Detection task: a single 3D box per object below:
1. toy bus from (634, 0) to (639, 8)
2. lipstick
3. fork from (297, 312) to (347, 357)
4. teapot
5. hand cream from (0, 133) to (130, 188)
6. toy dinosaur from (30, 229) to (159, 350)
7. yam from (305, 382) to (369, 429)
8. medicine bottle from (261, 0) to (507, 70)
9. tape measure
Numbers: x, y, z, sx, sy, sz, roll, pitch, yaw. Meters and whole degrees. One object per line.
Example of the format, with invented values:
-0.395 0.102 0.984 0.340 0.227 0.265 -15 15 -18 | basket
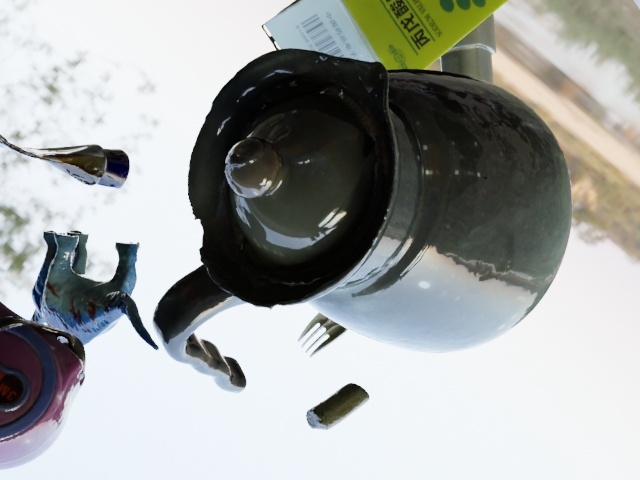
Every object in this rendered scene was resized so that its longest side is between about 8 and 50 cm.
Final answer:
0.231 -0.206 0.793 0.160 0.079 0.092 54 -171 -4 | toy bus
0.198 -0.261 1.613 0.077 0.078 0.253 7 -101 -62 | lipstick
0.059 0.044 1.176 0.034 0.219 0.028 54 -164 17 | fork
0.000 -0.024 0.884 0.285 0.305 0.223 12 -115 -53 | teapot
-0.233 -0.078 0.972 0.163 0.039 0.062 18 -178 -38 | hand cream
-0.244 0.048 1.174 0.076 0.144 0.329 11 166 -39 | toy dinosaur
0.025 0.244 1.729 0.043 0.094 0.043 38 146 31 | yam
0.081 -0.253 1.284 0.141 0.250 0.137 -17 111 54 | medicine bottle
-0.243 0.108 0.890 0.118 0.125 0.074 33 155 13 | tape measure
